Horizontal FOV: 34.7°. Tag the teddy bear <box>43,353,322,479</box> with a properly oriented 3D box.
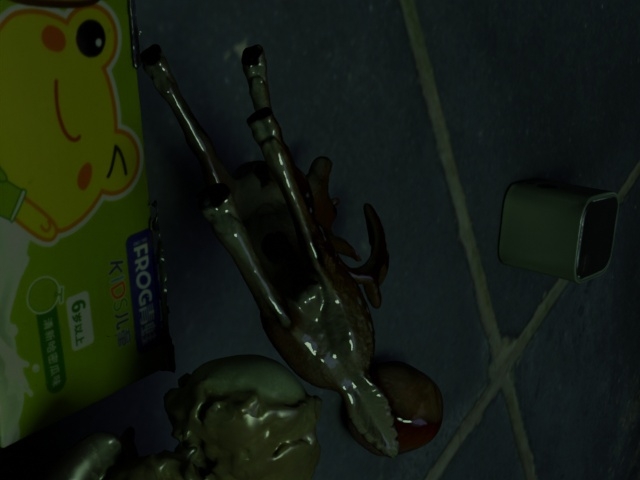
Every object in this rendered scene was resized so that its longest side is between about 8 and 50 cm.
[{"bbox_3d":[-0.129,0.185,0.502,0.256,0.156,0.267,-7,149,-26],"label":"teddy bear"}]

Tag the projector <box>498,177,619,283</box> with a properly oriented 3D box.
[{"bbox_3d":[0.228,-0.011,0.978,0.083,0.082,0.083,-12,111,-50],"label":"projector"}]

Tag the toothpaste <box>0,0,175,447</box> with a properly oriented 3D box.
[{"bbox_3d":[-0.147,-0.067,0.485,0.110,0.077,0.327,-24,119,-44],"label":"toothpaste"}]

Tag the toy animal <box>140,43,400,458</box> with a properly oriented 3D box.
[{"bbox_3d":[-0.019,0.005,0.584,0.243,0.087,0.260,-98,167,-45],"label":"toy animal"}]

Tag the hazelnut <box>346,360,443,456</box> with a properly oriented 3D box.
[{"bbox_3d":[0.060,0.137,0.824,0.086,0.086,0.086,-21,117,-47],"label":"hazelnut"}]
